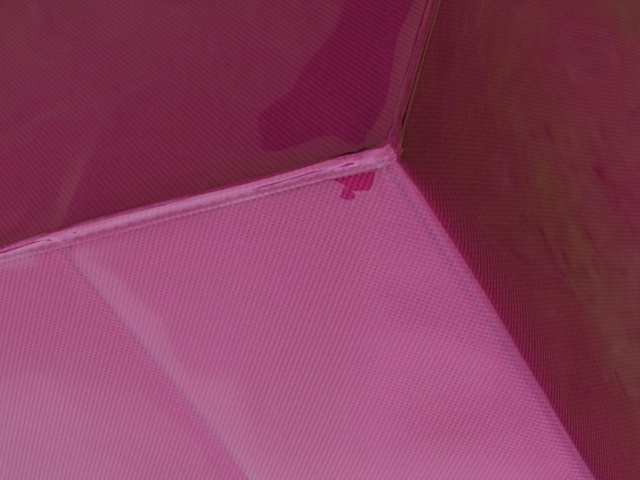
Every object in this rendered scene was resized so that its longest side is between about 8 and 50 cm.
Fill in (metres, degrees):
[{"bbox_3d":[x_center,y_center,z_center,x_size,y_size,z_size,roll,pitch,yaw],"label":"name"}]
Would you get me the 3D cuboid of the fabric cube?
[{"bbox_3d":[0.000,0.000,0.680,0.259,0.254,0.258,-13,130,30],"label":"fabric cube"}]
